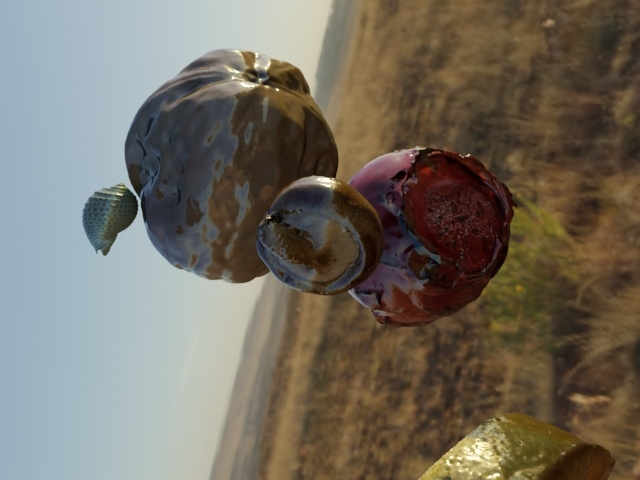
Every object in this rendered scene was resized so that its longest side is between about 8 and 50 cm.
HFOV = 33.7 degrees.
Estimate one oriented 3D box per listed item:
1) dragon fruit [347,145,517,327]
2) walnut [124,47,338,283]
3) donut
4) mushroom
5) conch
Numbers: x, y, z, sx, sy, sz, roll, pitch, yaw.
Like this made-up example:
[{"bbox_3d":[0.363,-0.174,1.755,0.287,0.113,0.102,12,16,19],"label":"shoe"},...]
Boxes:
[{"bbox_3d":[0.160,-0.004,1.724,0.301,0.296,0.295,110,173,-55],"label":"dragon fruit"},{"bbox_3d":[-0.105,-0.087,1.236,0.273,0.227,0.273,15,108,58],"label":"walnut"},{"bbox_3d":[0.135,0.277,0.954,0.303,0.110,0.303,-38,-31,-27],"label":"donut"},{"bbox_3d":[0.000,0.000,0.972,0.087,0.127,0.127,-68,-6,-45],"label":"mushroom"},{"bbox_3d":[-0.255,-0.030,1.250,0.085,0.056,0.076,-54,28,-9],"label":"conch"}]
